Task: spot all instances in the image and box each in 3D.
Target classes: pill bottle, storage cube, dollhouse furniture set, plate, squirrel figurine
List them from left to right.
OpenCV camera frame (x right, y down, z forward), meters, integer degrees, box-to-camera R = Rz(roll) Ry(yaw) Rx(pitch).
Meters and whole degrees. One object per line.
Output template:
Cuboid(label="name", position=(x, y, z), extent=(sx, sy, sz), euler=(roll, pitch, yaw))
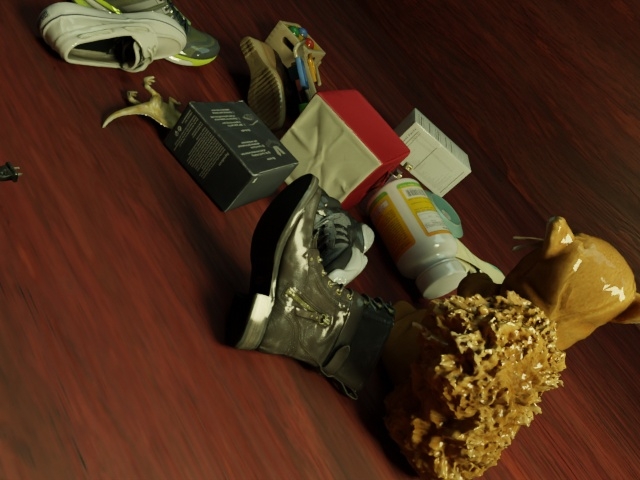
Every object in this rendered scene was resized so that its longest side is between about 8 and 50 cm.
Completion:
Cuboid(label="storage cube", position=(0.036, -0.179, 1.023), extent=(0.215, 0.183, 0.193), euler=(49, 30, 4))
Cuboid(label="dollhouse furniture set", position=(0.179, -0.206, 1.362), extent=(0.114, 0.091, 0.081), euler=(35, 15, -13))
Cuboid(label="pill bottle", position=(0.208, -0.003, 1.071), extent=(0.136, 0.136, 0.246), euler=(11, 44, -46))
Cuboid(label="plate", position=(0.375, -0.088, 1.513), extent=(0.188, 0.024, 0.188), euler=(33, 31, -23))
Cuboid(label="squirrel figurine", position=(0.271, 0.153, 0.713), extent=(0.281, 0.370, 0.397), euler=(50, 29, 8))

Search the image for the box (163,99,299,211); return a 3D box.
Cuboid(label="box", position=(-0.145, -0.147, 0.837), extent=(0.158, 0.093, 0.156), euler=(48, 29, 6))

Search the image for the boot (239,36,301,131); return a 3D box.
Cuboid(label="boot", position=(-0.091, -0.343, 1.167), extent=(0.206, 0.090, 0.249), euler=(15, 55, -63))

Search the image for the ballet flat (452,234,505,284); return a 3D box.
Cuboid(label="ballet flat", position=(0.376, 0.076, 1.267), extent=(0.248, 0.086, 0.086), euler=(34, 31, -18))

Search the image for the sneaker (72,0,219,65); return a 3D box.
Cuboid(label="sneaker", position=(-0.318, -0.442, 0.956), extent=(0.299, 0.121, 0.111), euler=(16, 41, -42))

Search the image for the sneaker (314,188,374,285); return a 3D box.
Cuboid(label="sneaker", position=(0.000, 0.000, 0.841), extent=(0.153, 0.101, 0.268), euler=(43, 23, -3))

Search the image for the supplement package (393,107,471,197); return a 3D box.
Cuboid(label="supplement package", position=(0.346, -0.282, 1.600), extent=(0.244, 0.139, 0.134), euler=(38, 31, -15))

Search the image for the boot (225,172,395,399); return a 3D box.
Cuboid(label="boot", position=(0.011, 0.067, 0.677), extent=(0.228, 0.263, 0.091), euler=(23, -5, -28))

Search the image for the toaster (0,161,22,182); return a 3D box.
Cuboid(label="toaster", position=(-0.402, -0.124, 0.439), extent=(0.227, 0.129, 0.146), euler=(-3, 52, -52))

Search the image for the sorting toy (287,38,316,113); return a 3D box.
Cuboid(label="sorting toy", position=(-0.042, -0.392, 1.239), extent=(0.348, 0.047, 0.196), euler=(-82, 159, -66))

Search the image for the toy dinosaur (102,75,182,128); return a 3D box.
Cuboid(label="toy dinosaur", position=(-0.271, -0.215, 0.802), extent=(0.183, 0.053, 0.093), euler=(-6, 59, -55))

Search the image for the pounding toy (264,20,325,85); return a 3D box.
Cuboid(label="pounding toy", position=(-0.037, -0.567, 1.508), extent=(0.181, 0.094, 0.206), euler=(47, 29, 3))

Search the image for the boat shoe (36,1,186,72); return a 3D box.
Cuboid(label="boat shoe", position=(-0.325, -0.330, 0.837), extent=(0.088, 0.096, 0.267), euler=(55, 31, 9))

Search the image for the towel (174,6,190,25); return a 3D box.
Cuboid(label="towel", position=(-0.365, -0.511, 1.091), extent=(0.113, 0.023, 0.152), euler=(47, 27, -3))

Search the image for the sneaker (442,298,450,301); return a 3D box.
Cuboid(label="sneaker", position=(0.321, 0.223, 1.003), extent=(0.275, 0.107, 0.110), euler=(46, 9, -9))
